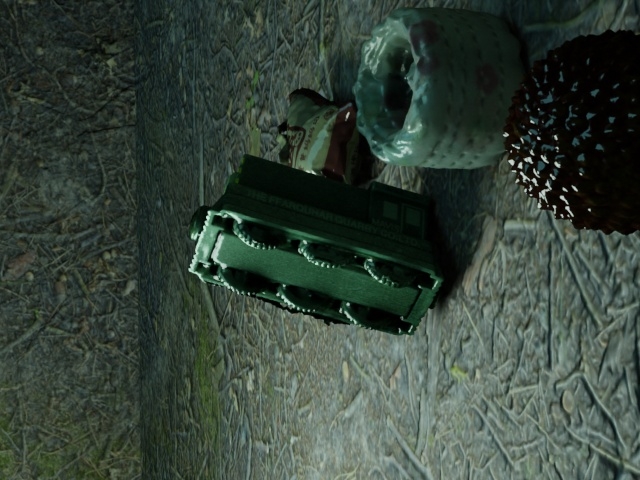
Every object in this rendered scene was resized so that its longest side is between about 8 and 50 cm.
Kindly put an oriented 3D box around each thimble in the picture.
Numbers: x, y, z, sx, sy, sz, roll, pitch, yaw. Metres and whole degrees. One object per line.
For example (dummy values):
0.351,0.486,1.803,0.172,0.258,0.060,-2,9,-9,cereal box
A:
0.133,-0.179,1.374,0.211,0.149,0.185,-162,74,-67,thimble

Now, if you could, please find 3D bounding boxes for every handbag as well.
-0.007,-0.117,1.749,0.235,0.127,0.213,-145,59,-67,handbag

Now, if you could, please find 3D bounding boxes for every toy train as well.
0.000,0.000,1.488,0.178,0.330,0.138,-80,10,-45,toy train

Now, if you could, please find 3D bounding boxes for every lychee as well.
0.252,-0.099,1.035,0.188,0.188,0.188,-177,90,-68,lychee
